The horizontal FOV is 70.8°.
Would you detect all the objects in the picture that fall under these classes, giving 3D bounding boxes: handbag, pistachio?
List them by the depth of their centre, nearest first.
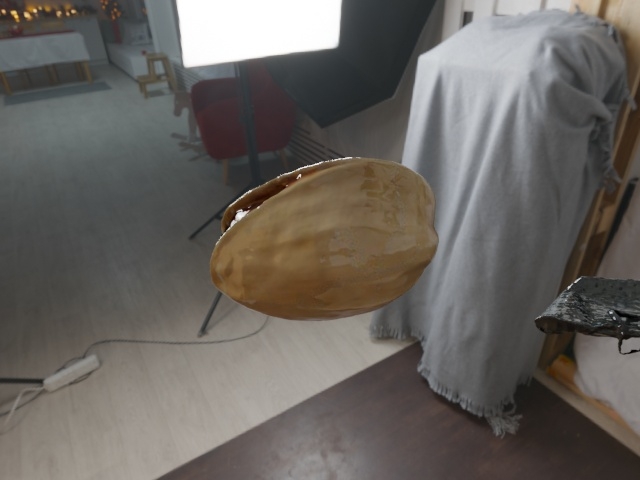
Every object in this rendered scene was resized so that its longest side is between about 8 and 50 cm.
[{"bbox_3d":[0.000,0.000,0.441,0.229,0.157,0.157,-12,30,16],"label":"pistachio"},{"bbox_3d":[0.421,0.103,0.557,0.270,0.089,0.175,1,5,32],"label":"handbag"}]
